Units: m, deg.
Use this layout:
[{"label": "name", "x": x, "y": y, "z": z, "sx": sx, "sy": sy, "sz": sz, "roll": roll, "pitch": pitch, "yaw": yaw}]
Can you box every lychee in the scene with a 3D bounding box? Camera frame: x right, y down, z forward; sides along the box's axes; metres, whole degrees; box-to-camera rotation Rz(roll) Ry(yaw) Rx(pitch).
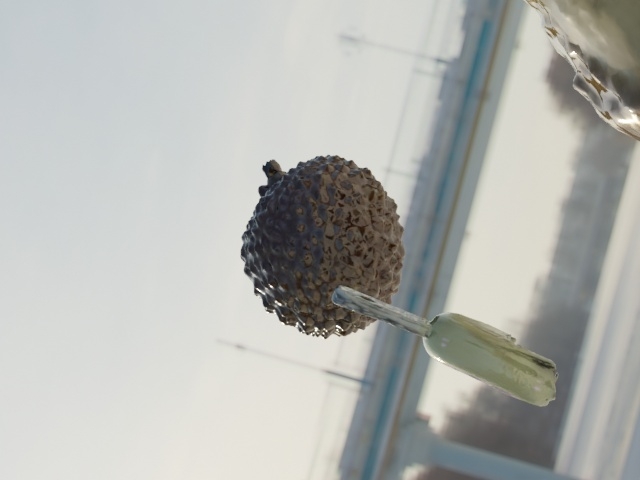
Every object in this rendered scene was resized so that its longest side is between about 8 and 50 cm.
[{"label": "lychee", "x": 0.000, "y": 0.000, "z": 1.955, "sx": 0.200, "sy": 0.238, "sz": 0.200, "roll": -27, "pitch": -28, "yaw": -16}]

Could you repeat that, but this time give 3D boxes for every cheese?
[{"label": "cheese", "x": 0.122, "y": 0.096, "z": 1.677, "sx": 0.127, "sy": 0.235, "sz": 0.049, "roll": -69, "pitch": -1, "yaw": -82}]

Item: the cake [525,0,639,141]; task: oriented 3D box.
[{"label": "cake", "x": 0.314, "y": -0.160, "z": 1.087, "sx": 0.332, "sy": 0.321, "sz": 0.332, "roll": -35, "pitch": 9, "yaw": 7}]
